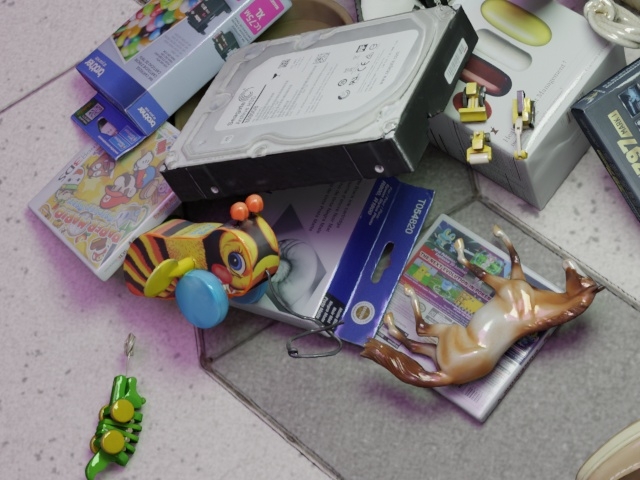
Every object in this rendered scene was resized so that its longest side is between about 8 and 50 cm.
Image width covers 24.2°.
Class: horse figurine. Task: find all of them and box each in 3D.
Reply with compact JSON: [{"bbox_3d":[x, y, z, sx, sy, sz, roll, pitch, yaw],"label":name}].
[{"bbox_3d":[0.178,0.089,1.725,0.263,0.066,0.174,-38,56,-5],"label":"horse figurine"}]

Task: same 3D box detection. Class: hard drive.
[{"bbox_3d":[-0.005,-0.159,1.736,0.338,0.064,0.237,-6,42,37],"label":"hard drive"}]

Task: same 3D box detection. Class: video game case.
[{"bbox_3d":[-0.259,-0.071,1.918,0.206,0.026,0.227,-47,41,-6],"label":"video game case"},{"bbox_3d":[0.168,0.089,1.777,0.201,0.023,0.183,35,80,27],"label":"video game case"}]

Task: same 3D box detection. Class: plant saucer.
[{"bbox_3d":[-0.064,-0.195,1.922,0.277,0.041,0.278,-17,55,25],"label":"plant saucer"}]

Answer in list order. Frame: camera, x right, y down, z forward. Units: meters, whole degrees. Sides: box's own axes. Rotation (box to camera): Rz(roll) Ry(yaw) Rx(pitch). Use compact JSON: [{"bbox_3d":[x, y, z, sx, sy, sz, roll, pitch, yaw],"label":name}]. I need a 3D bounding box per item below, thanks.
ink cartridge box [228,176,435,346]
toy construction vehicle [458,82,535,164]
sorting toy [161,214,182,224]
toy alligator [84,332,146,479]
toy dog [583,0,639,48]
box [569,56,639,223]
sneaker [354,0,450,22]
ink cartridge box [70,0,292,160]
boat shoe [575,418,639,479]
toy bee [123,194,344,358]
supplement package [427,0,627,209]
[{"bbox_3d":[0.000,0.000,1.837,0.224,0.045,0.223,15,72,28],"label":"ink cartridge box"},{"bbox_3d":[0.198,-0.137,1.694,0.085,0.035,0.098,0,71,18],"label":"toy construction vehicle"},{"bbox_3d":[-0.194,0.020,1.890,0.042,0.061,0.102,40,105,26],"label":"sorting toy"},{"bbox_3d":[-0.238,0.209,1.827,0.051,0.056,0.190,23,68,-20],"label":"toy alligator"},{"bbox_3d":[0.329,-0.366,1.776,0.220,0.334,0.161,23,114,3],"label":"toy dog"},{"bbox_3d":[0.422,-0.106,1.699,0.183,0.059,0.233,-35,101,-3],"label":"box"},{"bbox_3d":[0.117,-0.319,1.913,0.146,0.122,0.331,-9,62,9],"label":"sneaker"},{"bbox_3d":[-0.202,-0.254,1.976,0.311,0.065,0.186,-45,38,-4],"label":"ink cartridge box"},{"bbox_3d":[0.424,0.223,1.601,0.302,0.109,0.098,-22,62,-1],"label":"boat shoe"},{"bbox_3d":[-0.105,0.014,1.753,0.298,0.162,0.195,5,25,15],"label":"toy bee"},{"bbox_3d":[0.233,-0.186,1.807,0.203,0.149,0.194,34,80,25],"label":"supplement package"}]
